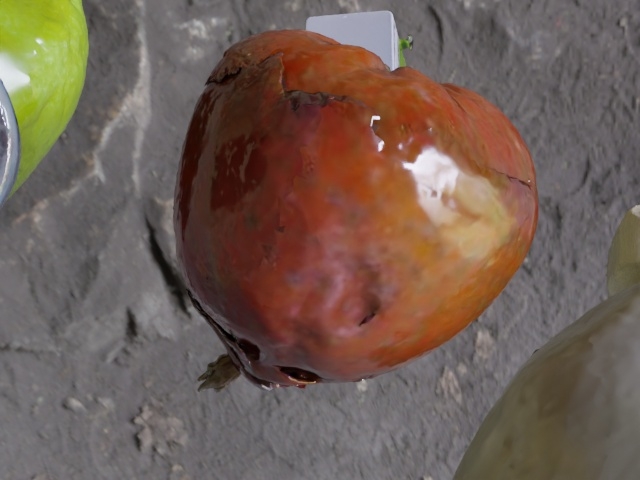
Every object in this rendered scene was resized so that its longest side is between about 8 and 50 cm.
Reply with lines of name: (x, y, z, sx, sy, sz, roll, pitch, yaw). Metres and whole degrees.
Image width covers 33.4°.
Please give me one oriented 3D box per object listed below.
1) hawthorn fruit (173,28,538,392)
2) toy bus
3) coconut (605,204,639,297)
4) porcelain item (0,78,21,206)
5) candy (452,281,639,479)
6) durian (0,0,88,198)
hawthorn fruit: (0.000, 0.000, 0.811, 0.276, 0.276, 0.307, 40, 108, 32)
toy bus: (0.038, -0.069, 1.043, 0.113, 0.139, 0.301, -4, 68, 9)
coconut: (0.424, 0.026, 1.260, 0.161, 0.161, 0.162, 6, 59, 18)
porcelain item: (-0.254, -0.059, 0.633, 0.147, 0.147, 0.114, -35, 12, -10)
candy: (0.303, 0.232, 0.901, 0.386, 0.186, 0.426, 22, 99, 20)
durian: (-0.354, -0.165, 1.043, 0.256, 0.204, 0.339, 32, 74, 27)
